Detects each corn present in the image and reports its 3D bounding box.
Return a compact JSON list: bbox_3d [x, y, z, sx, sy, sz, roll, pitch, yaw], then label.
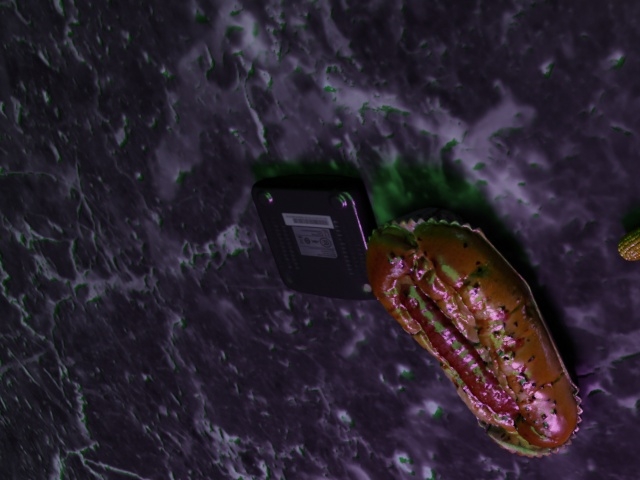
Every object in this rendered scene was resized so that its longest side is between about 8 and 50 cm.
[{"bbox_3d":[0.257,-0.006,0.838,0.083,0.028,0.027,-31,77,47],"label":"corn"}]

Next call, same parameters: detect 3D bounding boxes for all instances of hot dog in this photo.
[{"bbox_3d":[0.137,0.080,0.968,0.131,0.069,0.253,-28,101,46],"label":"hot dog"}]

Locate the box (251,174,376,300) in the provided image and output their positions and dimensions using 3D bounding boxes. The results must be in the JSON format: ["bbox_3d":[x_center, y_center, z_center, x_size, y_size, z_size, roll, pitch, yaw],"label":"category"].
[{"bbox_3d":[0.000,0.000,1.053,0.126,0.027,0.125,3,121,38],"label":"box"}]
